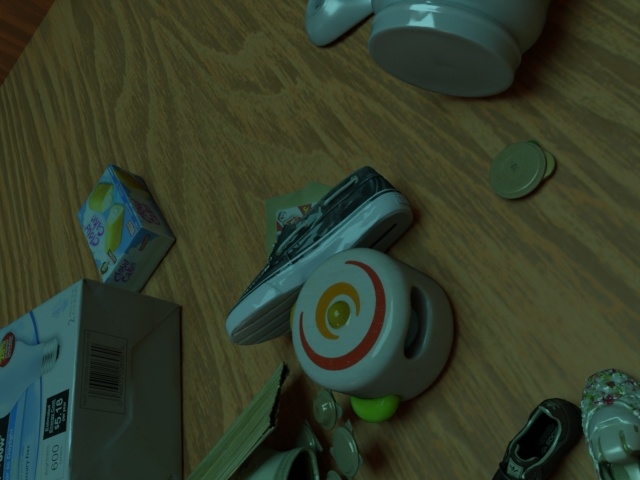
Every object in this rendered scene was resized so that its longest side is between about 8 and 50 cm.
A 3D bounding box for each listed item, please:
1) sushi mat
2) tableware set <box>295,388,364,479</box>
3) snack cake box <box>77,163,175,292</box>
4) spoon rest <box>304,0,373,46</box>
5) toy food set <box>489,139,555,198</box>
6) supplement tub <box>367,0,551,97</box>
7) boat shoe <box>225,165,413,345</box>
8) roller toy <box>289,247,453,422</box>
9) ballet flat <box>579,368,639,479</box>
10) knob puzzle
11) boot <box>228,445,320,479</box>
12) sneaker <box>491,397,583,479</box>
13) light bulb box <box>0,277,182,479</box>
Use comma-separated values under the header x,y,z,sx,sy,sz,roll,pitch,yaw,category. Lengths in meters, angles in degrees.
x,y,z,sx,sy,sz,roll,pitch,yaw,category
-0.143,0.324,1.033,0.316,0.019,0.151,-52,9,23,sushi mat
0.010,0.283,0.937,0.141,0.020,0.168,58,140,42,tableware set
-0.426,-0.029,1.491,0.152,0.089,0.264,-52,44,13,snack cake box
0.063,-0.434,1.218,0.276,0.084,0.137,-16,59,54,spoon rest
0.259,-0.093,0.903,0.083,0.020,0.082,-52,45,15,toy food set
0.204,-0.384,0.929,0.235,0.235,0.325,10,80,46,supplement tub
-0.015,0.025,1.035,0.335,0.121,0.119,-39,56,8,boat shoe
0.062,0.110,0.913,0.191,0.146,0.209,-49,45,16,roller toy
0.308,0.234,0.670,0.091,0.077,0.241,-32,52,32,ballet flat
0.000,0.000,1.104,0.213,0.030,0.213,-7,77,32,knob puzzle
-0.073,0.391,0.953,0.165,0.077,0.213,-21,54,50,boot
0.215,0.253,0.755,0.066,0.071,0.188,29,93,47,sneaker
-0.452,0.311,1.267,0.361,0.225,0.358,-28,55,32,light bulb box
